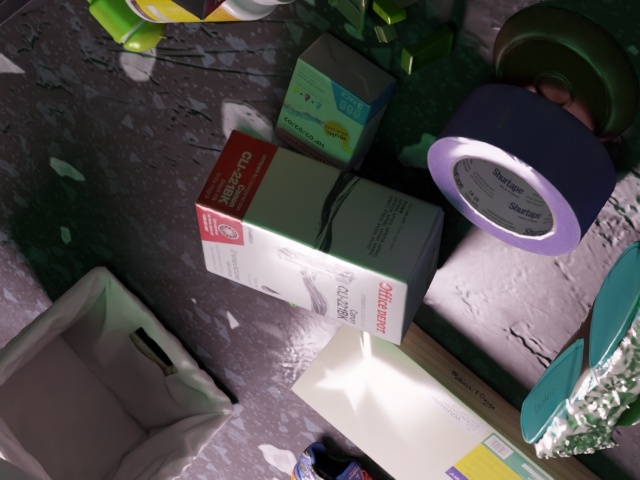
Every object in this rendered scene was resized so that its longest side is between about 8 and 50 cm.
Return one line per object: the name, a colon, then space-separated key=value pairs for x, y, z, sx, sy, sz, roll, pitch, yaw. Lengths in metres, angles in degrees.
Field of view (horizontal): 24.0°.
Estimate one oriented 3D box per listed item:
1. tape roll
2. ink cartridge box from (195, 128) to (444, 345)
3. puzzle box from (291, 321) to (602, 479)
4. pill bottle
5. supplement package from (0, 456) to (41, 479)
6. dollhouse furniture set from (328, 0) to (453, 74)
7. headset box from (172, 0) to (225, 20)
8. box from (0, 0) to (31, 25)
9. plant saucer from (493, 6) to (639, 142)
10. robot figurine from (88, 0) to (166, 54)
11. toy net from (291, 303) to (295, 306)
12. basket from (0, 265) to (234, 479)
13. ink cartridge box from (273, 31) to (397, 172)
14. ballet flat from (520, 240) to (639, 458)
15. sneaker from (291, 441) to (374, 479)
tape roll: x=0.213 y=-0.074 z=1.604 sx=0.189 sy=0.080 sz=0.189 roll=31 pitch=159 yaw=13
ink cartridge box: x=0.000 y=0.000 z=1.823 sx=0.273 sy=0.114 sz=0.197 roll=20 pitch=156 yaw=10
puzzle box: x=0.167 y=0.269 z=2.075 sx=0.409 sy=0.052 sz=0.272 roll=40 pitch=145 yaw=3
pill bottle: x=-0.118 y=-0.304 z=1.688 sx=0.215 sy=0.117 sz=0.117 roll=6 pitch=131 yaw=41
supplement package: x=-0.442 y=0.476 z=2.203 sx=0.175 sy=0.177 sz=0.293 roll=23 pitch=147 yaw=32
dollhouse furniture set: x=0.075 y=-0.252 z=1.639 sx=0.151 sy=0.058 sz=0.076 roll=48 pitch=158 yaw=26
headset box: x=-0.127 y=-0.363 z=1.480 sx=0.218 sy=0.293 sz=0.110 roll=33 pitch=144 yaw=12
box: x=-0.506 y=-0.325 z=1.930 sx=0.142 sy=0.247 sz=0.163 roll=6 pitch=132 yaw=38
plant saucer: x=0.247 y=-0.162 z=1.561 sx=0.168 sy=0.029 sz=0.168 roll=26 pitch=141 yaw=23
robot figurine: x=-0.240 y=-0.283 z=1.873 sx=0.115 sy=0.067 sz=0.101 roll=46 pitch=146 yaw=-6
toy net: x=-0.062 y=-0.017 z=2.005 sx=0.122 sy=0.045 sz=0.232 roll=-12 pitch=117 yaw=52
basket: x=-0.386 y=0.282 z=2.388 sx=0.328 sy=0.331 sz=0.266 roll=48 pitch=147 yaw=-9
ink cartridge box: x=0.012 y=-0.145 z=1.778 sx=0.104 sy=0.061 sz=0.181 roll=35 pitch=145 yaw=10
ballet flat: x=0.350 y=0.129 z=1.712 sx=0.147 sy=0.147 sz=0.409 roll=36 pitch=148 yaw=9
sneaker: x=0.051 y=0.382 z=2.287 sx=0.221 sy=0.083 sz=0.087 roll=26 pitch=136 yaw=19
